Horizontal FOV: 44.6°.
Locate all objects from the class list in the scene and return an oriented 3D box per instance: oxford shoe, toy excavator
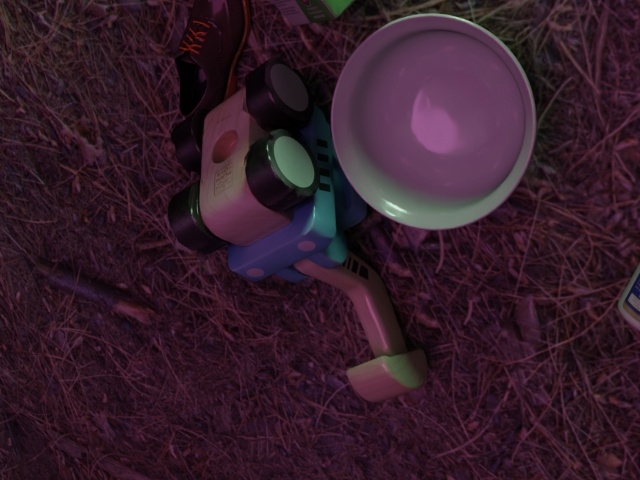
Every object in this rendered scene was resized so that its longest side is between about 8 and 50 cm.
[{"bbox_3d":[-0.183,-0.328,1.283,0.097,0.098,0.271,17,113,24],"label":"oxford shoe"},{"bbox_3d":[0.000,0.000,1.235,0.222,0.445,0.432,-28,50,34],"label":"toy excavator"}]

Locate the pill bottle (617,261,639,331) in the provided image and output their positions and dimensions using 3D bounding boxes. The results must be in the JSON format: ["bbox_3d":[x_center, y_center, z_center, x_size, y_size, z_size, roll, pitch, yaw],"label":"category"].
[{"bbox_3d":[0.481,0.034,1.023,0.112,0.112,0.186,27,118,19],"label":"pill bottle"}]

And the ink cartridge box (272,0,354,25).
[{"bbox_3d":[-0.064,-0.439,1.044,0.121,0.211,0.289,-45,112,-3],"label":"ink cartridge box"}]

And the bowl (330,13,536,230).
[{"bbox_3d":[0.173,-0.173,1.115,0.298,0.134,0.297,10,111,26],"label":"bowl"}]
